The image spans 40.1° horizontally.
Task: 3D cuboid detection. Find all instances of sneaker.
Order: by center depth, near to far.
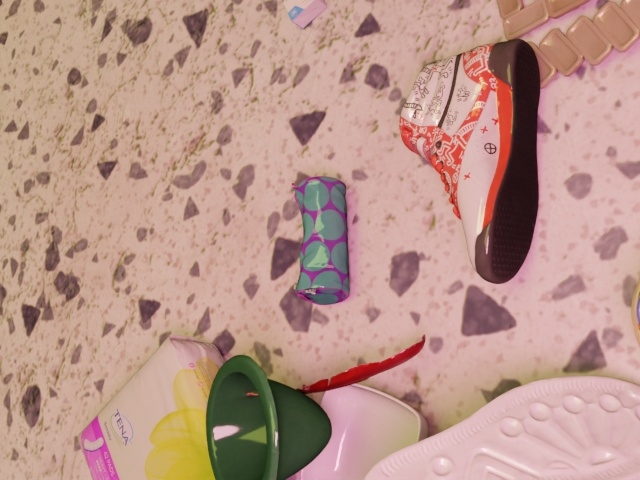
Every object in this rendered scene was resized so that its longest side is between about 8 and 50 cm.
[{"bbox_3d":[0.176,0.269,0.844,0.322,0.236,0.130,-16,45,-14],"label":"sneaker"},{"bbox_3d":[0.159,-0.083,0.972,0.145,0.090,0.270,-3,75,42],"label":"sneaker"}]

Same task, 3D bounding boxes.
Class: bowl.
[{"bbox_3d":[0.055,0.238,0.984,0.142,0.053,0.142,15,88,39],"label":"bowl"}]

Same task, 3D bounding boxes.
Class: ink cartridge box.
[{"bbox_3d":[-0.030,-0.345,1.225,0.048,0.028,0.083,-37,57,24],"label":"ink cartridge box"}]

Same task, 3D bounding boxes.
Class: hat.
[{"bbox_3d":[-0.006,0.208,0.983,0.208,0.183,0.173,-23,69,58],"label":"hat"}]

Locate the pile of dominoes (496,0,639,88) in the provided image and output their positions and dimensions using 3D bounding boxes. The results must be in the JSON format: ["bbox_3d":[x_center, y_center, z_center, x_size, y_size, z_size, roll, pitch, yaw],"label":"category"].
[{"bbox_3d":[0.311,-0.282,0.954,0.251,0.040,0.196,-23,65,40],"label":"pile of dominoes"}]

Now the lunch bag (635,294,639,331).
[{"bbox_3d":[0.420,0.108,0.686,0.243,0.115,0.303,-37,65,17],"label":"lunch bag"}]

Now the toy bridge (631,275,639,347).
[{"bbox_3d":[0.330,0.073,0.833,0.063,0.026,0.188,-17,69,34],"label":"toy bridge"}]

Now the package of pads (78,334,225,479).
[{"bbox_3d":[-0.174,0.296,1.114,0.229,0.101,0.297,-46,55,19],"label":"package of pads"}]

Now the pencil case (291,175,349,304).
[{"bbox_3d":[0.000,0.000,1.084,0.070,0.064,0.152,-3,73,11],"label":"pencil case"}]
